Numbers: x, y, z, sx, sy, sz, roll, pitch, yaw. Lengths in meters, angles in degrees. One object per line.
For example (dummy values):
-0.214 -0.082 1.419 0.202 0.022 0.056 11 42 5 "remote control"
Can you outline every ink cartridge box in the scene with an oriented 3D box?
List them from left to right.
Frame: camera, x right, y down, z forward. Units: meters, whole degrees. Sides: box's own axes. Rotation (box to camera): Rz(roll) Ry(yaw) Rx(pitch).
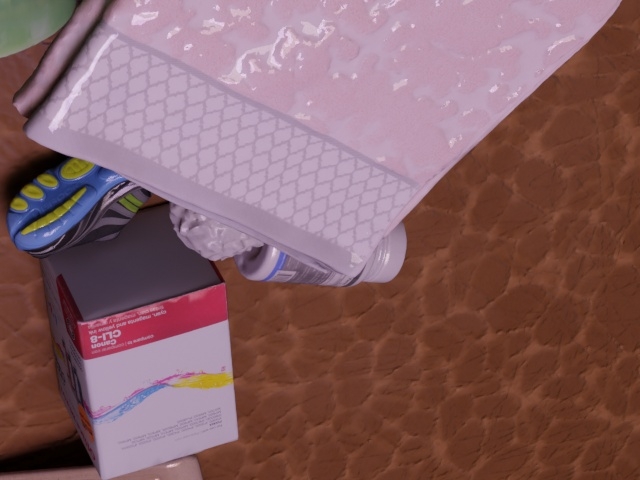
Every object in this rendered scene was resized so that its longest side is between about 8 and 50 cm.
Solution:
-0.151 0.084 1.590 0.127 0.128 0.176 -16 129 -16 "ink cartridge box"

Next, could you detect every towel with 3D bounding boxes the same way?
0.006 -0.134 1.296 0.332 0.053 0.317 25 115 -41 "towel"

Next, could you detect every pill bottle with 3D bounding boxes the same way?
0.000 0.000 1.641 0.137 0.078 0.078 4 121 -31 "pill bottle"

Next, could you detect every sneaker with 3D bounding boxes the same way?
-0.167 -0.047 1.538 0.188 0.067 0.078 -32 163 -13 "sneaker"

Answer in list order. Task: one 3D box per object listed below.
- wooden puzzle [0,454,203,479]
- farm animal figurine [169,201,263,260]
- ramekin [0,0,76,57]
-0.212 0.286 1.723 0.239 0.044 0.221 -8 123 2 "wooden puzzle"
-0.046 -0.177 1.383 0.327 0.172 0.330 -47 128 -5 "farm animal figurine"
-0.299 -0.224 1.180 0.303 0.303 0.148 -5 118 -24 "ramekin"
